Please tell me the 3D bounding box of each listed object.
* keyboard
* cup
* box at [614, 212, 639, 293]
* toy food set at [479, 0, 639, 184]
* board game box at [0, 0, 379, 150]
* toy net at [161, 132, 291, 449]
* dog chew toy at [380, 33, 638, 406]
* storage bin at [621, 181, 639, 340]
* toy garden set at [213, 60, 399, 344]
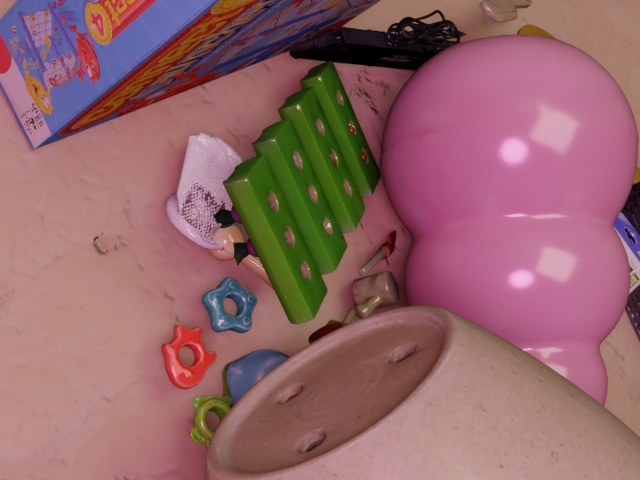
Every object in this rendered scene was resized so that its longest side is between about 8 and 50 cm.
[{"bbox_3d":[0.071,-0.169,0.962,0.192,0.100,0.038,-4,89,-45],"label":"keyboard"},{"bbox_3d":[0.063,0.181,0.695,0.331,0.331,0.237,-42,110,-36],"label":"cup"},{"bbox_3d":[0.234,0.033,1.045,0.136,0.028,0.081,-40,100,-17],"label":"box"},{"bbox_3d":[0.209,-0.127,1.083,0.218,0.071,0.128,52,32,-2],"label":"toy food set"},{"bbox_3d":[-0.034,-0.192,0.786,0.302,0.308,0.086,-29,93,-37],"label":"board game box"},{"bbox_3d":[-0.078,0.038,0.850,0.122,0.045,0.232,-11,80,-34],"label":"toy net"},{"bbox_3d":[0.155,0.011,0.924,0.206,0.206,0.332,3,80,-34],"label":"dog chew toy"},{"bbox_3d":[0.352,0.017,1.124,0.122,0.084,0.180,-24,90,-37],"label":"storage bin"},{"bbox_3d":[0.000,0.000,0.874,0.204,0.049,0.244,65,23,-19],"label":"toy garden set"}]
